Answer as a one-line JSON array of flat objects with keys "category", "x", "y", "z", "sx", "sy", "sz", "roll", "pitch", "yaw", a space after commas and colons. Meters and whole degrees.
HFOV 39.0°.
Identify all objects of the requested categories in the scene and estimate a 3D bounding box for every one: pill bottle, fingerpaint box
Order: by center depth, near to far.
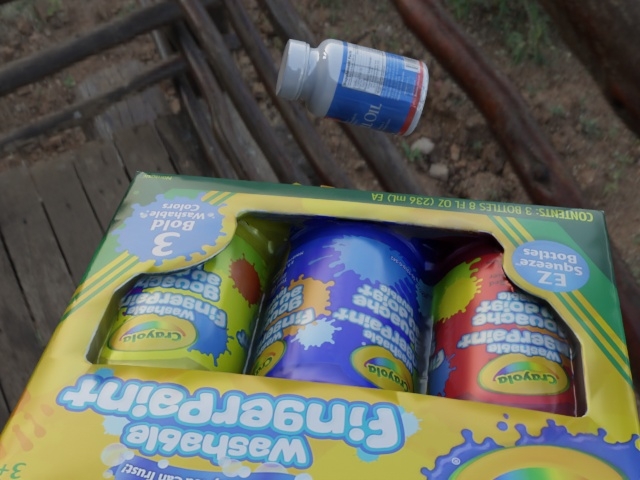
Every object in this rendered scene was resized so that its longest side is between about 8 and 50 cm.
[{"category": "fingerpaint box", "x": 0.014, "y": 0.122, "z": 0.741, "sx": 0.444, "sy": 0.163, "sz": 0.371, "roll": 6, "pitch": 40, "yaw": 7}, {"category": "pill bottle", "x": 0.047, "y": -0.245, "z": 1.419, "sx": 0.221, "sy": 0.124, "sz": 0.124, "roll": 12, "pitch": 63, "yaw": -10}]

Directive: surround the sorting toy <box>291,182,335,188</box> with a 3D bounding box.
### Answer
[{"category": "sorting toy", "x": 0.000, "y": 0.000, "z": 1.453, "sx": 0.229, "sy": 0.041, "sz": 0.307, "roll": 8, "pitch": 40, "yaw": -27}]
